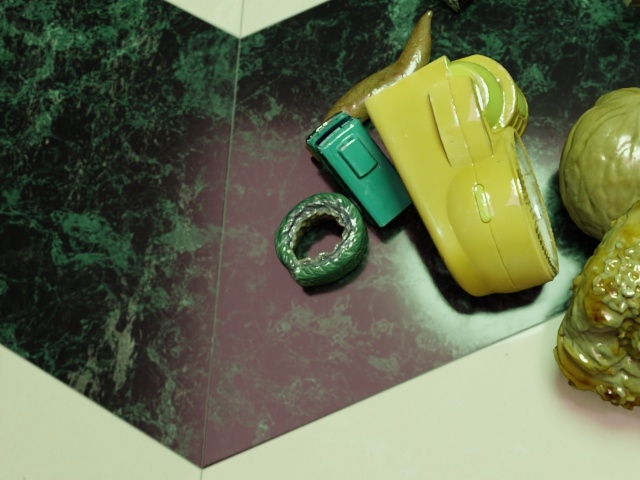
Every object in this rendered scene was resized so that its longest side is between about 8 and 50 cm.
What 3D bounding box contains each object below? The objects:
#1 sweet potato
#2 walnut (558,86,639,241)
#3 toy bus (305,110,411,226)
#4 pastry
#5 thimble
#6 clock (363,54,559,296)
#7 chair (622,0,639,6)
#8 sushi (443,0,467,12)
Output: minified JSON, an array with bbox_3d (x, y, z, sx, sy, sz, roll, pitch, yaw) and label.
[{"bbox_3d":[0.089,-0.224,1.507,0.281,0.059,0.067,-43,65,-4],"label":"sweet potato"},{"bbox_3d":[0.434,-0.100,1.358,0.228,0.228,0.227,-1,78,6],"label":"walnut"},{"bbox_3d":[0.059,-0.103,1.440,0.079,0.092,0.160,-40,107,-5],"label":"toy bus"},{"bbox_3d":[0.440,0.104,1.280,0.255,0.310,0.162,4,35,2],"label":"pastry"},{"bbox_3d":[0.001,-0.002,1.453,0.135,0.090,0.118,-32,74,1],"label":"thimble"},{"bbox_3d":[0.216,-0.077,1.378,0.200,0.244,0.317,-21,81,20],"label":"clock"},{"bbox_3d":[0.622,-0.364,1.455,0.326,0.183,0.175,-17,70,-44],"label":"chair"},{"bbox_3d":[0.209,-0.405,1.513,0.084,0.098,0.094,-38,79,-1],"label":"sushi"}]
